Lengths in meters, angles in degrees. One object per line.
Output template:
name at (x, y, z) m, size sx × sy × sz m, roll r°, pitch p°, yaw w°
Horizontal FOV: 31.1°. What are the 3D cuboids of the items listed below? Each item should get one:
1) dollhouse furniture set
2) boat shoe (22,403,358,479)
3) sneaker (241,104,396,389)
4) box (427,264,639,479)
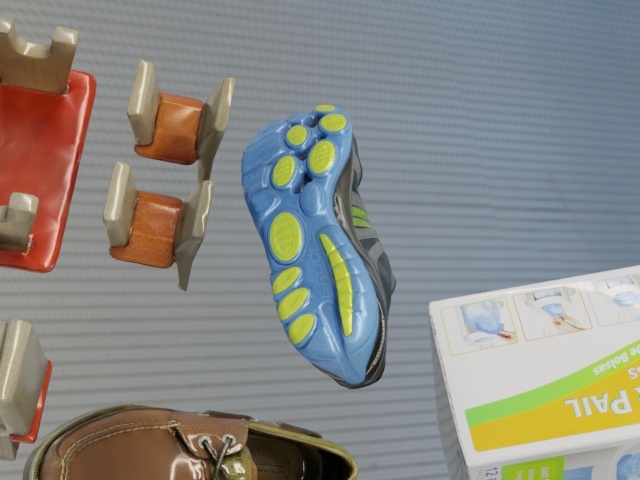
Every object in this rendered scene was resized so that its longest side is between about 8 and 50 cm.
dollhouse furniture set at (-0.207, -0.005, 0.734) m, size 0.262 × 0.135 × 0.259 m, roll 11°, pitch 65°, yaw -6°
boat shoe at (-0.095, 0.186, 0.958) m, size 0.307 × 0.104 × 0.111 m, roll 5°, pitch 76°, yaw -48°
sneaker at (0.000, 0.000, 0.634) m, size 0.067 × 0.078 × 0.188 m, roll -16°, pitch 51°, yaw 8°
box at (0.169, 0.087, 0.626) m, size 0.203 × 0.114 × 0.103 m, roll -10°, pitch 50°, yaw 0°
